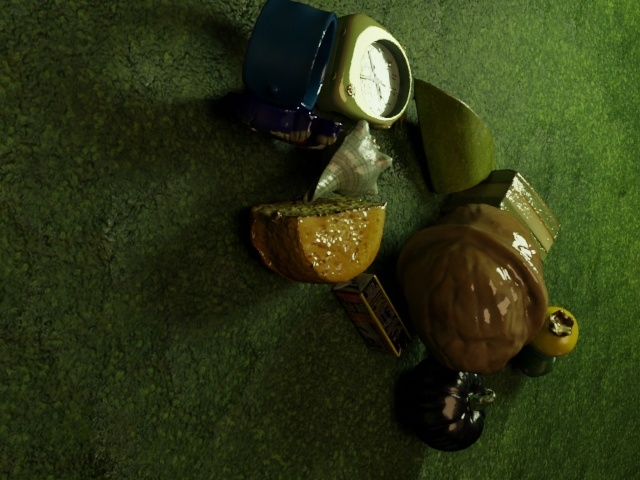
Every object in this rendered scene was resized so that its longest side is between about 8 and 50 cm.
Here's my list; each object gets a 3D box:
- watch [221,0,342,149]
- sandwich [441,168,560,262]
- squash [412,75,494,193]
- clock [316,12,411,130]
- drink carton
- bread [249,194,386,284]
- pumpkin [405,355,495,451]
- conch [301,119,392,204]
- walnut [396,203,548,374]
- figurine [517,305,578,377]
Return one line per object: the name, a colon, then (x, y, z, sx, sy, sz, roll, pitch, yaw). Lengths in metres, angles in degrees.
watch: (-0.041, -0.243, 1.055, 0.171, 0.196, 0.200, 15, 97, -6)
sandwich: (0.370, -0.045, 1.470, 0.187, 0.144, 0.117, 46, 63, -26)
squash: (0.270, -0.228, 1.381, 0.169, 0.093, 0.252, -43, 133, -32)
clock: (0.094, -0.274, 1.259, 0.232, 0.069, 0.170, 21, 77, -44)
drink carton: (0.094, 0.130, 1.283, 0.056, 0.071, 0.165, -49, 125, -27)
bread: (0.000, 0.000, 1.130, 0.229, 0.143, 0.139, -9, 98, -42)
pumpkin: (0.245, 0.314, 1.397, 0.194, 0.150, 0.194, 1, 88, -23)
conch: (0.058, -0.125, 1.157, 0.114, 0.234, 0.137, 28, 110, -6)
walnut: (0.275, 0.080, 1.313, 0.296, 0.285, 0.285, -51, 125, -38)
figurine: (0.520, 0.197, 1.617, 0.185, 0.127, 0.234, -47, 150, -28)
